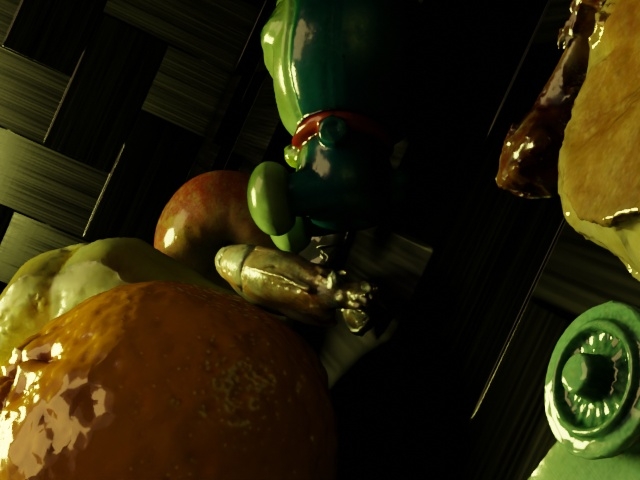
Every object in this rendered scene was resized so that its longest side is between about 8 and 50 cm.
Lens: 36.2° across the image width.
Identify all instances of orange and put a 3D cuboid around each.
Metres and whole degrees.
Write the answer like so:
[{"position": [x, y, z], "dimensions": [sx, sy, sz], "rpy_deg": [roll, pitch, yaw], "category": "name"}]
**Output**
[{"position": [-0.155, 0.192, 0.871], "dimensions": [0.340, 0.293, 0.340], "rpy_deg": [-42, 23, 23], "category": "orange"}]

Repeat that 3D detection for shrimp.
[{"position": [-0.005, 0.053, 0.932], "dimensions": [0.254, 0.145, 0.059], "rpy_deg": [12, 81, 50], "category": "shrimp"}]

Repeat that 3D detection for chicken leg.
[{"position": [0.199, -0.166, 0.672], "dimensions": [0.113, 0.093, 0.304], "rpy_deg": [-48, -22, -73], "category": "chicken leg"}]

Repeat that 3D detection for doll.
[{"position": [0.027, -0.147, 1.029], "dimensions": [0.198, 0.186, 0.322], "rpy_deg": [45, -133, -74], "category": "doll"}]

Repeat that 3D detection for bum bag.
[{"position": [0.000, 0.000, 1.142], "dimensions": [0.087, 0.049, 0.198], "rpy_deg": [-18, 49, 64], "category": "bum bag"}]

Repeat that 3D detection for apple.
[{"position": [-0.123, -0.001, 1.294], "dimensions": [0.174, 0.188, 0.188], "rpy_deg": [-94, 30, -81], "category": "apple"}]

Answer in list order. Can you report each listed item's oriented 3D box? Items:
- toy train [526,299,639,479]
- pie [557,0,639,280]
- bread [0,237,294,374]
[{"position": [0.126, 0.156, 0.397], "dimensions": [0.285, 0.116, 0.177], "rpy_deg": [-59, 29, 22], "category": "toy train"}, {"position": [0.230, -0.112, 0.464], "dimensions": [0.339, 0.083, 0.339], "rpy_deg": [-159, 90, -75], "category": "pie"}, {"position": [-0.230, 0.151, 1.184], "dimensions": [0.210, 0.341, 0.300], "rpy_deg": [-27, -41, -77], "category": "bread"}]
